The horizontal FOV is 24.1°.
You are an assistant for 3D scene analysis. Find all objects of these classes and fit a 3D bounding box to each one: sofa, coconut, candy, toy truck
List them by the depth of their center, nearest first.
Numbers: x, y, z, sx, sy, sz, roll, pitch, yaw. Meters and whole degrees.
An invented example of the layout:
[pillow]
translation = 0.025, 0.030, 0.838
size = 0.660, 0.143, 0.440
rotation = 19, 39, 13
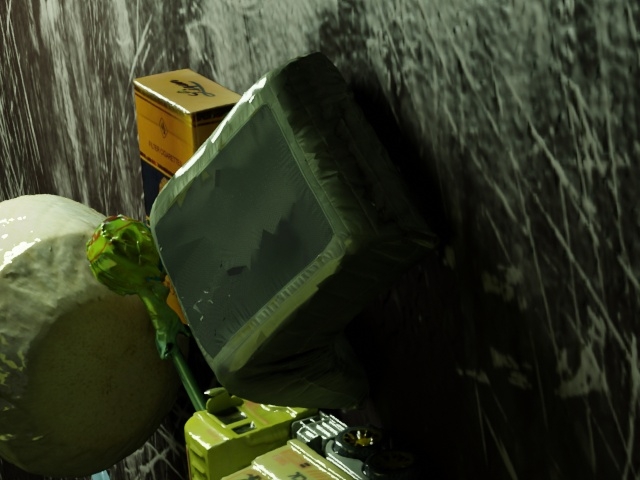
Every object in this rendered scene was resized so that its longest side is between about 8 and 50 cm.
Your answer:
[sofa]
translation = 0.000, 0.000, 1.210
size = 0.225, 0.176, 0.210
rotation = -48, 54, 26
[toy truck]
translation = -0.026, 0.219, 1.269
size = 0.272, 0.157, 0.124
rotation = 28, 126, 58
[candy]
translation = -0.144, 0.092, 1.431
size = 0.073, 0.077, 0.262
rotation = -37, 76, 41
[coconut]
translation = -0.299, 0.106, 1.658
size = 0.329, 0.328, 0.329
rotation = 38, 134, 54

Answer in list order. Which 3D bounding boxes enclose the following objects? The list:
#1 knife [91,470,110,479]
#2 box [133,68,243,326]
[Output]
[knife]
translation = -0.329, 0.258, 2.085
size = 0.313, 0.019, 0.044
rotation = 65, 144, 27
[box]
translation = -0.117, -0.034, 1.450
size = 0.152, 0.070, 0.237
rotation = 32, 128, 57
